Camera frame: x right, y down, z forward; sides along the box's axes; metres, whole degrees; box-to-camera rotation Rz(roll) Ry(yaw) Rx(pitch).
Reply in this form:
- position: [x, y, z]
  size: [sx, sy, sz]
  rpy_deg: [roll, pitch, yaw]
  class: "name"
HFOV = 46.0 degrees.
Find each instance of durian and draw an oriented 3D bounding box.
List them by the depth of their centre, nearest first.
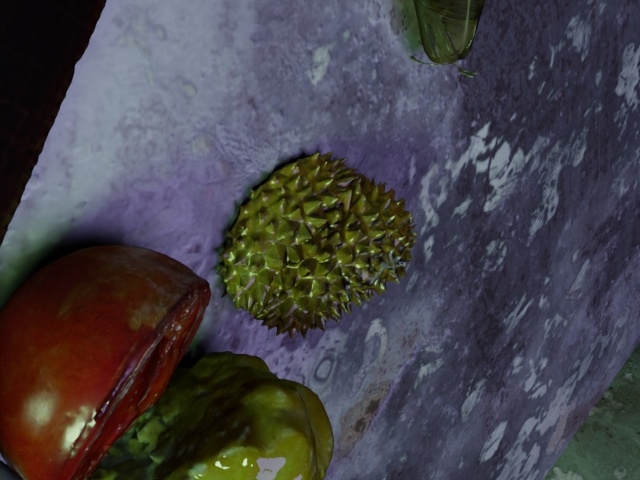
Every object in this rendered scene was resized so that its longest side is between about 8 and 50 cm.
- position: [0.007, 0.010, 0.839]
  size: [0.249, 0.138, 0.183]
  rpy_deg: [-33, 144, -25]
  class: "durian"

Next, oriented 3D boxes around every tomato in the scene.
- position: [-0.195, 0.089, 0.635]
  size: [0.200, 0.139, 0.233]
  rpy_deg: [-57, 180, 0]
  class: "tomato"

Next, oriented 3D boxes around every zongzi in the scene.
- position: [0.108, -0.273, 0.821]
  size: [0.184, 0.084, 0.187]
  rpy_deg: [-10, 126, -31]
  class: "zongzi"

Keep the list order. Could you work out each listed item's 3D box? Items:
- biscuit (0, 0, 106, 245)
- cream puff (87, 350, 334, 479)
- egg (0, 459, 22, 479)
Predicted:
- position: [-0.216, -0.118, 0.476]
  size: [0.107, 0.073, 0.389]
  rpy_deg: [28, 84, -63]
  class: "biscuit"
- position: [-0.105, 0.248, 0.742]
  size: [0.282, 0.281, 0.185]
  rpy_deg: [-46, 118, -20]
  class: "cream puff"
- position: [-0.340, 0.232, 0.474]
  size: [0.371, 0.229, 0.230]
  rpy_deg: [9, 106, -60]
  class: "egg"
